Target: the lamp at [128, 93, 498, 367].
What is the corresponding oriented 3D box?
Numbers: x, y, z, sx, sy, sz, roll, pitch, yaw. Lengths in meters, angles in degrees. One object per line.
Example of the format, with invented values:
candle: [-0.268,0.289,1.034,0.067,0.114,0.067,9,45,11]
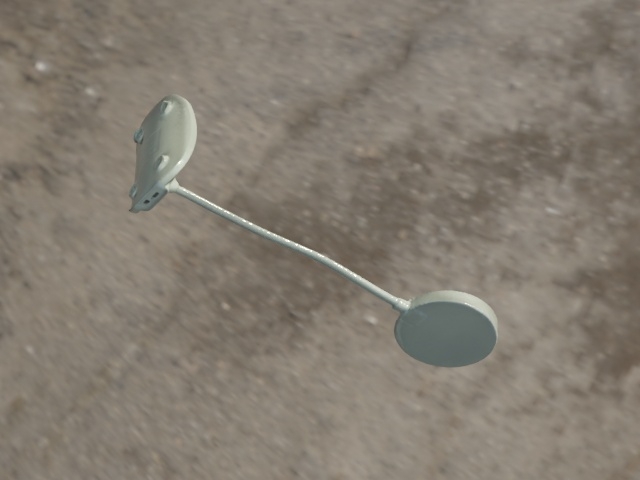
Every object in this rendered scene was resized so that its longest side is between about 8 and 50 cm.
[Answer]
lamp: [0.000,0.000,0.935,0.198,0.056,0.050,28,131,-17]
